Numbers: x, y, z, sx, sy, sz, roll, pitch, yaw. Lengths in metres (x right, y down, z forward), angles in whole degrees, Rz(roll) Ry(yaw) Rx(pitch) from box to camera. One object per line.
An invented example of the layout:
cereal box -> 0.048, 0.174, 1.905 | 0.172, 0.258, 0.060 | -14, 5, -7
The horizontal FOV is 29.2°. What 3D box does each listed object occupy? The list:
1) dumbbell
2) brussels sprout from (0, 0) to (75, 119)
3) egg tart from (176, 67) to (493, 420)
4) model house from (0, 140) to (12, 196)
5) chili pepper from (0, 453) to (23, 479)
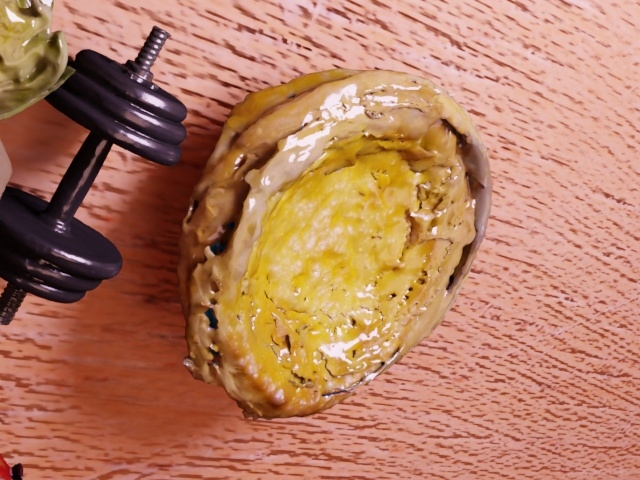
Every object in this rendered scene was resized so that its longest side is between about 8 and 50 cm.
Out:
dumbbell -> -0.148, -0.038, 0.754 | 0.099, 0.099, 0.208 | 22, 102, -46
brussels sprout -> -0.212, -0.126, 0.645 | 0.181, 0.100, 0.139 | -16, 133, 0
egg tart -> 0.000, 0.000, 0.907 | 0.291, 0.107, 0.290 | -19, 123, -32
model house -> -0.300, -0.040, 0.551 | 0.248, 0.176, 0.180 | -9, 121, 14
chili pepper -> -0.323, 0.174, 0.756 | 0.253, 0.136, 0.144 | 25, 144, -36
